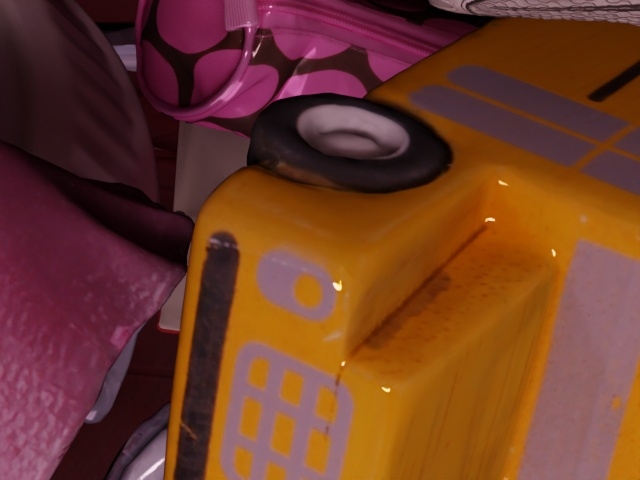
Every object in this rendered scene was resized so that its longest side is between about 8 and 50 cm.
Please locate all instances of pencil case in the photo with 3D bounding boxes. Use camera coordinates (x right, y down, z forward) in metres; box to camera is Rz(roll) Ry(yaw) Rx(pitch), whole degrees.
[{"bbox_3d":[0.024,-0.077,0.841,0.209,0.095,0.098,10,176,-34],"label":"pencil case"}]

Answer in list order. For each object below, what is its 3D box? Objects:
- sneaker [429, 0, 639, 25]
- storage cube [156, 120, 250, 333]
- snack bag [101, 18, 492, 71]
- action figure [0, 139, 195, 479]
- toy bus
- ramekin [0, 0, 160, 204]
[{"bbox_3d":[0.129,-0.067,0.490,0.225,0.088,0.093,7,134,22],"label":"sneaker"},{"bbox_3d":[0.000,0.000,1.506,0.215,0.184,0.193,5,176,29],"label":"storage cube"},{"bbox_3d":[0.072,-0.086,1.124,0.323,0.037,0.342,4,177,39],"label":"snack bag"},{"bbox_3d":[-0.221,-0.021,0.541,0.370,0.276,0.248,28,166,-16],"label":"action figure"},{"bbox_3d":[0.091,-0.005,0.553,0.130,0.108,0.332,24,-148,22],"label":"toy bus"},{"bbox_3d":[-0.207,-0.027,0.763,0.272,0.273,0.127,6,165,6],"label":"ramekin"}]
